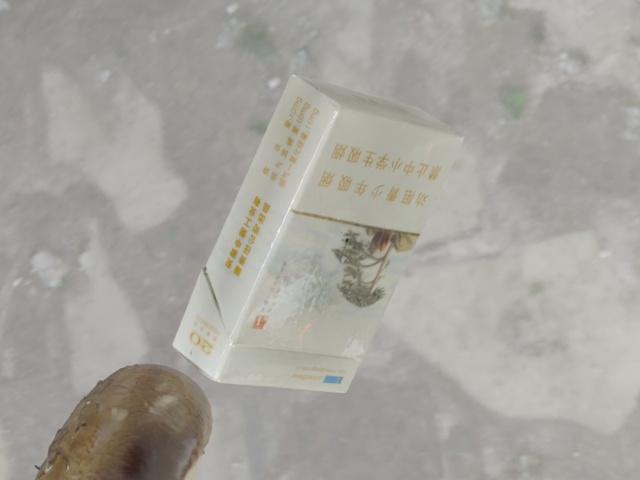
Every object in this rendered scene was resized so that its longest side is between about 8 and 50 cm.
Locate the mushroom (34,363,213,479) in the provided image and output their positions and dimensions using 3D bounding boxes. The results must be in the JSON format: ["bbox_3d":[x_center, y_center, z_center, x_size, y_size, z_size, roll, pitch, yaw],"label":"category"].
[{"bbox_3d":[-0.200,0.259,1.611,0.163,0.278,0.297,21,74,15],"label":"mushroom"}]

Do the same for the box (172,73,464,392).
[{"bbox_3d":[0.000,0.001,1.287,0.149,0.067,0.233,11,109,-44],"label":"box"}]
